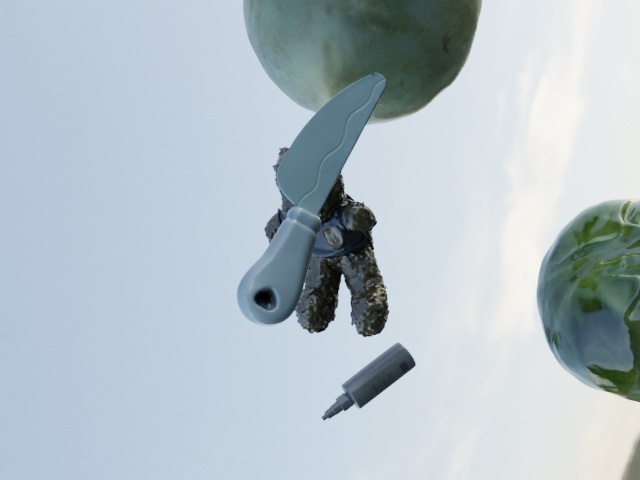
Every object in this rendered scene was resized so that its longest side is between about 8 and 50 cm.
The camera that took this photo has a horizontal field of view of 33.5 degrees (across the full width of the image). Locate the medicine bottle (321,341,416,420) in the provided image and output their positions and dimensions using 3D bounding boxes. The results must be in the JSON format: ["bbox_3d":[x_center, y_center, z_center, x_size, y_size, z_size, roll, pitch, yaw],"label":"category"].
[{"bbox_3d":[0.082,0.266,1.946,0.199,0.057,0.057,-37,-31,-10],"label":"medicine bottle"}]

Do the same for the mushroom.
[{"bbox_3d":[0.057,-0.336,1.511,0.260,0.352,0.352,33,-103,-78],"label":"mushroom"}]

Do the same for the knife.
[{"bbox_3d":[-0.015,-0.059,1.224,0.044,0.080,0.331,126,167,-76],"label":"knife"}]

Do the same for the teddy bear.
[{"bbox_3d":[0.010,-0.004,1.364,0.129,0.182,0.251,-34,-68,-56],"label":"teddy bear"}]

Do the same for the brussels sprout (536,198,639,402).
[{"bbox_3d":[0.486,0.080,1.483,0.281,0.355,0.289,24,-133,-38],"label":"brussels sprout"}]
